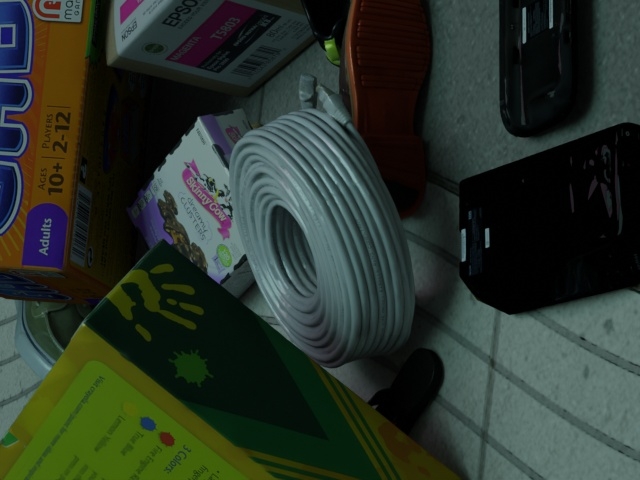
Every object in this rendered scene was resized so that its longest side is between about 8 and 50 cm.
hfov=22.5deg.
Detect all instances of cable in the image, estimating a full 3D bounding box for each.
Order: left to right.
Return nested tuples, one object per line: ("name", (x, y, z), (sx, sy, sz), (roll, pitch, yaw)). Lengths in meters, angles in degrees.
("cable", (0.000, 0.000, 1.587), (0.257, 0.089, 0.257), (58, 155, 25))

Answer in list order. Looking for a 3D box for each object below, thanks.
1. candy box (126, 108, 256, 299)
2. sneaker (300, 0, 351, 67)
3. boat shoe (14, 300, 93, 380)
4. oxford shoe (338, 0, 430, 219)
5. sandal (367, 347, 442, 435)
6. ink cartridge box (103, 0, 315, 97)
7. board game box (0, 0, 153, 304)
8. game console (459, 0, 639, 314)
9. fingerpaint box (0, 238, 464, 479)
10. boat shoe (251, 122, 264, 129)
("candy box", (-0.122, -0.028, 1.852), (0.196, 0.070, 0.165), (-46, 67, 43))
("sneaker", (0.017, -0.296, 1.708), (0.084, 0.097, 0.234), (-17, 70, 22))
("boat shoe", (-0.367, 0.093, 2.233), (0.094, 0.109, 0.302), (-63, 33, 23))
("oxford shoe", (0.047, -0.150, 1.640), (0.098, 0.097, 0.271), (-15, 70, 60))
("sandal", (0.060, 0.177, 1.577), (0.179, 0.040, 0.067), (-63, 36, 26))
("ink cartridge box", (-0.111, -0.264, 1.833), (0.235, 0.193, 0.088), (-34, 53, 50))
("board game box", (-0.429, -0.122, 2.021), (0.356, 0.356, 0.356), (57, -143, -79))
("game console", (0.204, -0.121, 1.428), (0.213, 0.044, 0.361), (-18, 67, 54))
("fingerpaint box", (-0.137, 0.276, 1.555), (0.445, 0.371, 0.163), (-52, 0, 39))
("boat shoe", (-0.098, -0.089, 1.910), (0.135, 0.050, 0.045), (-43, 23, 44))
